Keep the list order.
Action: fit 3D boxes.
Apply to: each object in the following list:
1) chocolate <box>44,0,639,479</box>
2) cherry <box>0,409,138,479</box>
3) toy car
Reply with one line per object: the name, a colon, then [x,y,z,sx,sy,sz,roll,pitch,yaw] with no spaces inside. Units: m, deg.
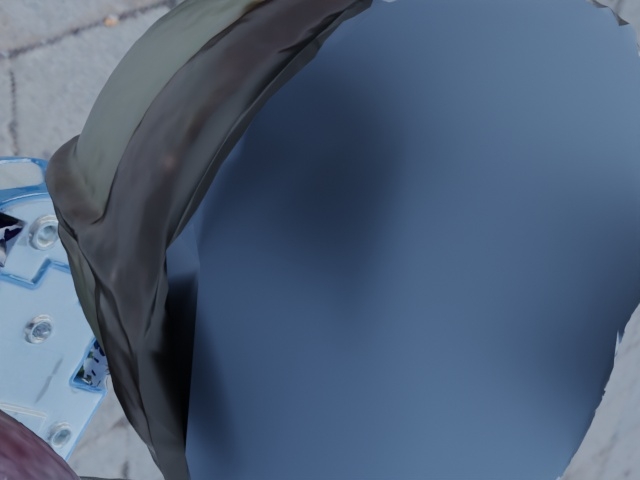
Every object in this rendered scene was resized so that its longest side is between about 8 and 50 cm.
chocolate: [0.000,0.000,0.544,0.283,0.186,0.283,-18,119,-37]
cherry: [-0.165,0.128,0.358,0.266,0.213,0.183,-33,100,-41]
toy car: [-0.232,0.077,0.771,0.198,0.166,0.314,24,97,-54]
